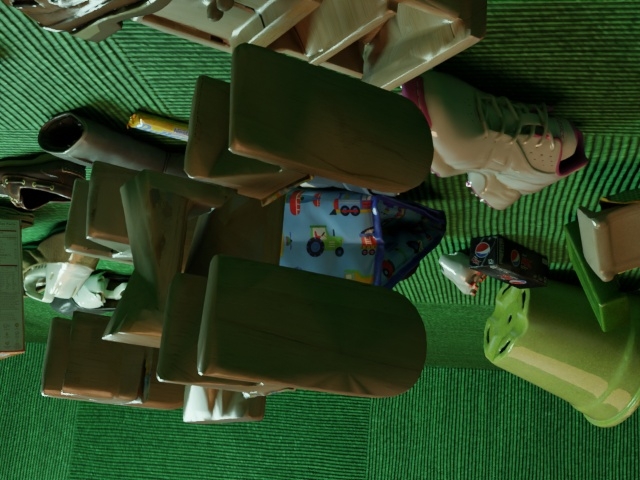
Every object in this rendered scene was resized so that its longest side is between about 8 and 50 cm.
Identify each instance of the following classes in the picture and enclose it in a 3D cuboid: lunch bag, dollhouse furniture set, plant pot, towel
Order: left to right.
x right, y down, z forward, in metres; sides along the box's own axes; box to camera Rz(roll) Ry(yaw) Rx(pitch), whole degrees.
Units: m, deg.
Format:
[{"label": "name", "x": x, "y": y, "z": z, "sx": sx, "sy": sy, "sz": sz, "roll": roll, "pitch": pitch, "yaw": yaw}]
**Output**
[{"label": "towel", "x": -0.584, "y": -0.039, "z": 1.693, "sx": 0.110, "sy": 0.027, "sz": 0.148, "roll": 17, "pitch": 160, "yaw": -40}, {"label": "dollhouse furniture set", "x": -0.027, "y": -0.050, "z": 0.767, "sx": 0.256, "sy": 0.394, "sz": 0.362, "roll": 13, "pitch": 163, "yaw": -28}, {"label": "lunch bag", "x": 0.037, "y": -0.011, "z": 1.344, "sx": 0.221, "sy": 0.138, "sz": 0.293, "roll": 2, "pitch": -173, "yaw": 25}, {"label": "plant pot", "x": 0.460, "y": 0.186, "z": 1.806, "sx": 0.254, "sy": 0.276, "sz": 0.276, "roll": 19, "pitch": 162, "yaw": -10}, {"label": "dollhouse furniture set", "x": 0.453, "y": -0.028, "z": 1.330, "sx": 0.198, "sy": 0.151, "sz": 0.301, "roll": -18, "pitch": 143, "yaw": 8}]

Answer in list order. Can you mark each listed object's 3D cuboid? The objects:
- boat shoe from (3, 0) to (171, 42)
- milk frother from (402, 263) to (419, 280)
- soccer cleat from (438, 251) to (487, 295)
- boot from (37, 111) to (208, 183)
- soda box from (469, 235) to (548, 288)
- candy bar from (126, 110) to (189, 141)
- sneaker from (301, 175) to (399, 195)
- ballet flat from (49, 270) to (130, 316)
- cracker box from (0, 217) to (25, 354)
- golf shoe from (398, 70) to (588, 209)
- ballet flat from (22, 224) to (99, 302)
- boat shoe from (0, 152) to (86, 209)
[{"label": "boat shoe", "x": -0.171, "y": -0.225, "z": 0.710, "sx": 0.104, "sy": 0.110, "sz": 0.307, "roll": 12, "pitch": 163, "yaw": -29}, {"label": "milk frother", "x": 0.109, "y": 0.044, "z": 1.531, "sx": 0.129, "sy": 0.143, "sz": 0.135, "roll": -13, "pitch": 164, "yaw": -1}, {"label": "soccer cleat", "x": 0.257, "y": 0.053, "z": 1.712, "sx": 0.076, "sy": 0.068, "sz": 0.196, "roll": 34, "pitch": -179, "yaw": 16}, {"label": "boot", "x": -0.234, "y": -0.113, "z": 1.249, "sx": 0.190, "sy": 0.076, "sz": 0.208, "roll": -8, "pitch": 154, "yaw": 33}, {"label": "soda box", "x": 0.324, "y": 0.039, "z": 1.635, "sx": 0.060, "sy": 0.053, "sz": 0.169, "roll": -8, "pitch": 160, "yaw": 41}, {"label": "candy bar", "x": -0.170, "y": -0.136, "z": 1.218, "sx": 0.161, "sy": 0.018, "sz": 0.040, "roll": 13, "pitch": 163, "yaw": -29}, {"label": "sneaker", "x": 0.010, "y": -0.108, "z": 1.108, "sx": 0.163, "sy": 0.086, "sz": 0.226, "roll": 7, "pitch": 176, "yaw": 30}, {"label": "ballet flat", "x": -0.459, "y": 0.111, "z": 2.108, "sx": 0.280, "sy": 0.095, "sz": 0.096, "roll": -3, "pitch": 157, "yaw": -11}, {"label": "cracker box", "x": -0.570, "y": 0.088, "z": 1.653, "sx": 0.067, "sy": 0.232, "sz": 0.156, "roll": 3, "pitch": 167, "yaw": -34}, {"label": "golf shoe", "x": 0.190, "y": -0.121, "z": 1.020, "sx": 0.140, "sy": 0.115, "sz": 0.306, "roll": -16, "pitch": 163, "yaw": 28}, {"label": "ballet flat", "x": -0.509, "y": 0.055, "z": 1.830, "sx": 0.116, "sy": 0.124, "sz": 0.342, "roll": 16, "pitch": 161, "yaw": -37}, {"label": "boat shoe", "x": -0.427, "y": -0.081, "z": 1.402, "sx": 0.207, "sy": 0.073, "sz": 0.073, "roll": -6, "pitch": 163, "yaw": 39}]
